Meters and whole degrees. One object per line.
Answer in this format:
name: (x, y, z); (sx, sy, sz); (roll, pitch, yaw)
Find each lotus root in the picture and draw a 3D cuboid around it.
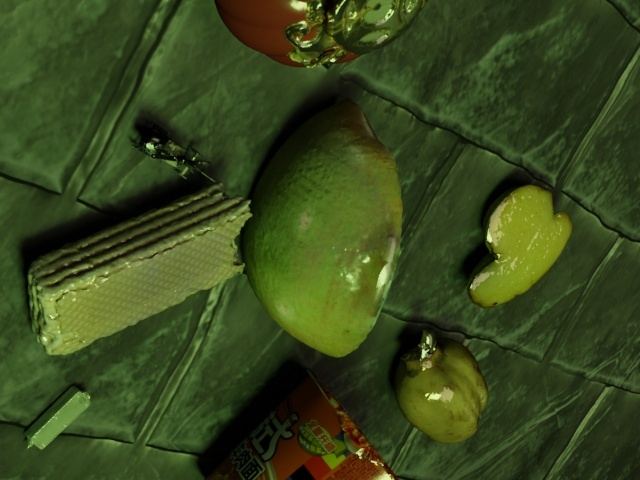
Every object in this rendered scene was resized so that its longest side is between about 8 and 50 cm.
lotus root: (0.162, 0.199, 1.486); (0.221, 0.118, 0.125); (54, 36, -42)

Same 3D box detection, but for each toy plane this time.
toy plane: (-0.144, -0.084, 1.051); (0.031, 0.049, 0.120); (-56, 157, 3)

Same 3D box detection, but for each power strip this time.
power strip: (-0.278, 0.187, 1.132); (0.083, 0.017, 0.027); (-43, 137, -13)

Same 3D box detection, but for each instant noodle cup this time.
instant noodle cup: (-0.010, 0.312, 1.314); (0.192, 0.250, 0.250); (-39, 138, -6)

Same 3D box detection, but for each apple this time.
apple: (0.000, 0.000, 1.146); (0.120, 0.193, 0.265); (1, 119, -32)

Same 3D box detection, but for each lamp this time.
lamp: (0.002, -0.264, 0.950); (0.226, 0.227, 0.227); (-24, 131, -31)

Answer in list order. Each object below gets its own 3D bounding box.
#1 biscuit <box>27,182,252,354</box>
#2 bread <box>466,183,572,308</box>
biscuit: (-0.177, 0.027, 1.075); (0.238, 0.062, 0.108); (-25, 147, -29)
bread: (0.255, 0.003, 1.485); (0.188, 0.065, 0.149); (-45, 128, -6)
